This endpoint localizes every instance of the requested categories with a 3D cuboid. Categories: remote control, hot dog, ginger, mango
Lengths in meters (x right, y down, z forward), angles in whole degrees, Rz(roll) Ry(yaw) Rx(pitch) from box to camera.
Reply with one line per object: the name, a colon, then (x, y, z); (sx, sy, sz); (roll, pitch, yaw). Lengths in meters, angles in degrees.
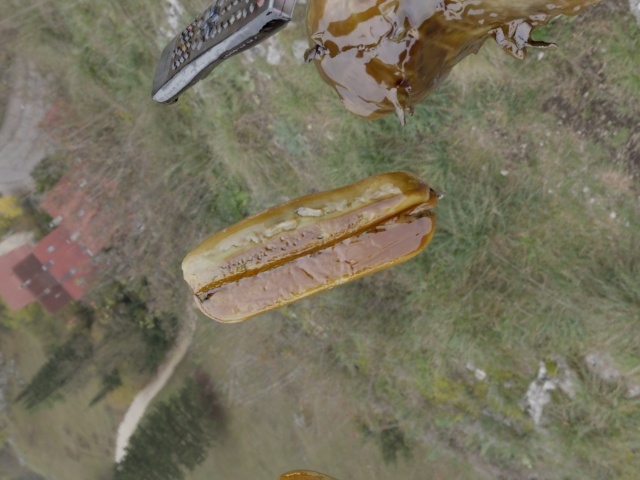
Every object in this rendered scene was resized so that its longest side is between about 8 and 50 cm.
remote control: (-0.076, -0.150, 0.503); (0.028, 0.059, 0.212); (22, 163, -31)
hot dog: (0.000, 0.000, 0.582); (0.062, 0.235, 0.092); (-120, 14, -56)
ginger: (0.121, -0.217, 0.546); (0.418, 0.176, 0.254); (7, 87, 54)
mango: (-0.002, 0.253, 0.680); (0.089, 0.060, 0.046); (3, 93, -1)
